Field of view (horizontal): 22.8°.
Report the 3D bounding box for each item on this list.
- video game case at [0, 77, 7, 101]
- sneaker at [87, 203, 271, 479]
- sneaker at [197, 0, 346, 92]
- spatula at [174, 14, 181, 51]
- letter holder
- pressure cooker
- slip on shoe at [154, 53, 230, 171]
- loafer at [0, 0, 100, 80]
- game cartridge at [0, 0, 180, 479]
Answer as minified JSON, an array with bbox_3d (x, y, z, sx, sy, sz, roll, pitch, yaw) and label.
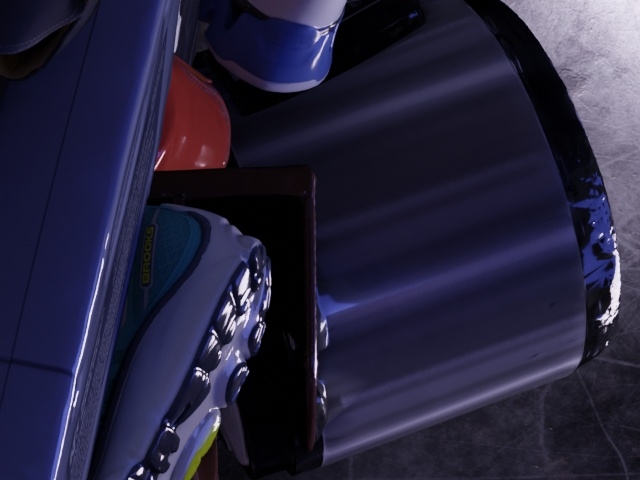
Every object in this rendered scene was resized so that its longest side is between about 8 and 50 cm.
[{"bbox_3d":[-0.134,-0.044,0.706,0.119,0.015,0.166,106,-7,-53],"label":"video game case"},{"bbox_3d":[-0.121,0.104,0.766,0.275,0.110,0.107,-63,160,-20],"label":"sneaker"},{"bbox_3d":[-0.011,-0.278,1.124,0.182,0.127,0.315,-50,-139,46],"label":"sneaker"},{"bbox_3d":[-0.168,-0.227,1.691,0.242,0.019,0.168,104,1,-51],"label":"spatula"},{"bbox_3d":[-0.075,0.100,0.962,0.302,0.152,0.214,94,-6,-76],"label":"letter holder"},{"bbox_3d":[0.002,0.006,1.362,0.370,0.420,0.375,83,-15,-54],"label":"pressure cooker"},{"bbox_3d":[-0.108,-0.076,1.049,0.331,0.101,0.123,-114,-143,-86],"label":"slip on shoe"},{"bbox_3d":[-0.090,-0.086,0.490,0.170,0.062,0.061,145,-40,-86],"label":"loafer"},{"bbox_3d":[-0.105,0.007,0.643,0.198,0.062,0.297,99,0,-60],"label":"game cartridge"}]
